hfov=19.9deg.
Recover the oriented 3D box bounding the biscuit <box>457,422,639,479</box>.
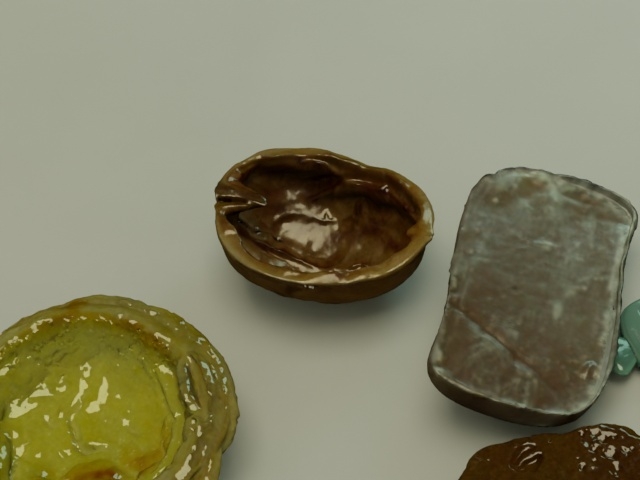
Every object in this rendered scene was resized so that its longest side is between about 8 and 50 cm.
[{"bbox_3d":[0.200,0.247,1.476,0.290,0.041,0.208,-17,52,-7],"label":"biscuit"}]

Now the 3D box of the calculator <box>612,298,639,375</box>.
[{"bbox_3d":[0.320,0.082,1.606,0.153,0.021,0.095,-19,51,-9],"label":"calculator"}]

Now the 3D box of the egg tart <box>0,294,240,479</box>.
[{"bbox_3d":[-0.203,0.174,1.562,0.279,0.095,0.279,-6,54,9],"label":"egg tart"}]

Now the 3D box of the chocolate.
[{"bbox_3d":[0.184,0.058,1.609,0.157,0.080,0.254,15,55,3],"label":"chocolate"}]

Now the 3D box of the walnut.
[{"bbox_3d":[0.002,0.002,1.672,0.211,0.087,0.167,15,48,16],"label":"walnut"}]
